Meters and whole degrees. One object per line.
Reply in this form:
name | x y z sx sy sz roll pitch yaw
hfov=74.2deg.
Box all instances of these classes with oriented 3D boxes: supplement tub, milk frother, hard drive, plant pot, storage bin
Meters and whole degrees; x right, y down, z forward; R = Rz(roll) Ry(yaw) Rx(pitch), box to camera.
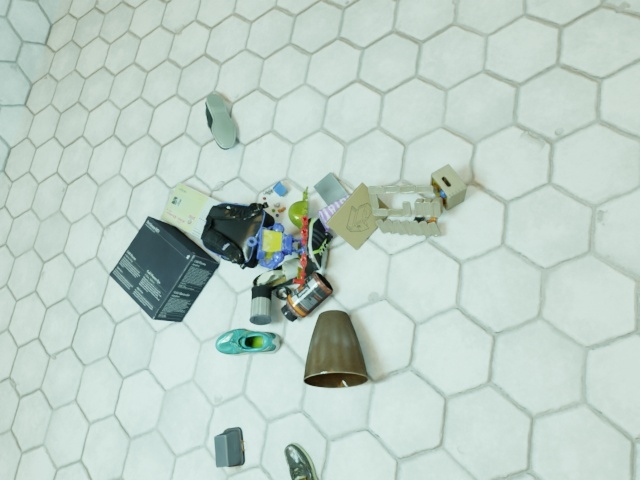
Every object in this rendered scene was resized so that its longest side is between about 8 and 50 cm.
supplement tub | -0.055 0.215 1.577 0.198 0.106 0.106 -43 64 7
milk frother | -0.188 0.243 1.605 0.143 0.129 0.135 -23 49 23
hard drive | 0.044 -0.197 1.693 0.094 0.022 0.135 -40 64 9
plant pot | 0.049 0.366 1.455 0.215 0.215 0.231 -13 56 19
storage bin | -0.335 0.765 1.554 0.098 0.091 0.135 -16 71 18

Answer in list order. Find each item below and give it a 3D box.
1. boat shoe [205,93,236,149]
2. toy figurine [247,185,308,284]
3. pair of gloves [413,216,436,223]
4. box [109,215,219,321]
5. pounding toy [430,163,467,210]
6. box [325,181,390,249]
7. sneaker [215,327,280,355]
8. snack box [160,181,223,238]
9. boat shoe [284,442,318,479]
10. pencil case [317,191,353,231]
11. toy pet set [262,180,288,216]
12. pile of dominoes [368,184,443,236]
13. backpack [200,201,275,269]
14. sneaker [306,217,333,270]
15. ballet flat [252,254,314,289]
boat shoe | -0.467 -0.536 1.968 0.114 0.091 0.303 -4 66 -24
toy figurine | -0.159 -0.025 1.548 0.217 0.191 0.363 3 61 -6
pair of gloves | 0.376 -0.067 1.524 0.083 0.010 0.074 20 86 29
box | -0.671 0.123 1.822 0.343 0.179 0.313 35 92 26
pounding toy | 0.423 -0.184 1.481 0.100 0.130 0.141 -30 66 0
box | 0.143 -0.087 1.560 0.201 0.164 0.021 -48 22 4
sneaker | -0.293 0.386 1.629 0.275 0.110 0.107 -9 73 21
snack box | -0.562 -0.124 1.909 0.321 0.060 0.187 25 86 27
boat shoe | -0.061 0.800 1.437 0.080 0.073 0.224 -38 65 9
pencil case | 0.090 -0.117 1.595 0.206 0.086 0.088 -27 93 -3
toy pet set | -0.188 -0.183 1.764 0.114 0.065 0.122 -44 65 7
pile of dominoes | 0.304 -0.110 1.499 0.251 0.040 0.196 4 122 30
backpack | -0.335 -0.031 1.706 0.263 0.213 0.277 18 77 18
sneaker | 0.000 0.000 1.612 0.097 0.084 0.235 -9 60 8
ballet flat | -0.143 0.132 1.642 0.280 0.096 0.095 -27 66 14
